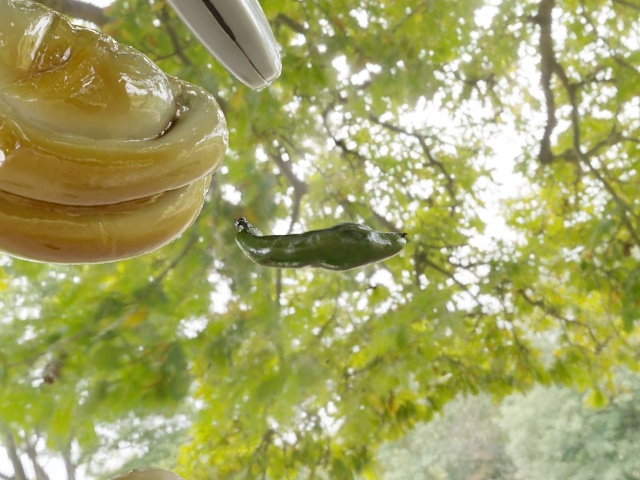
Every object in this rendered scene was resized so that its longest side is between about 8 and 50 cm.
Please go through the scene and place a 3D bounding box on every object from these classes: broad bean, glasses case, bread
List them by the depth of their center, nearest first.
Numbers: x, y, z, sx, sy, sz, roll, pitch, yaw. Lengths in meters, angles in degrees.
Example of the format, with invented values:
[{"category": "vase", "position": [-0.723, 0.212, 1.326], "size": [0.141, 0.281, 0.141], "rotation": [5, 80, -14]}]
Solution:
[{"category": "glasses case", "position": [-0.086, -0.179, 0.484], "size": [0.049, 0.076, 0.197], "rotation": [-31, -50, 10]}, {"category": "broad bean", "position": [-0.003, 0.006, 0.832], "size": [0.195, 0.061, 0.046], "rotation": [6, -32, 4]}, {"category": "bread", "position": [-0.317, -0.160, 0.892], "size": [0.423, 0.329, 0.245], "rotation": [23, -50, -19]}]

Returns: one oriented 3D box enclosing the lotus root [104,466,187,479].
[{"category": "lotus root", "position": [-0.082, 0.314, 0.567], "size": [0.151, 0.342, 0.169], "rotation": [-3, -57, -52]}]
